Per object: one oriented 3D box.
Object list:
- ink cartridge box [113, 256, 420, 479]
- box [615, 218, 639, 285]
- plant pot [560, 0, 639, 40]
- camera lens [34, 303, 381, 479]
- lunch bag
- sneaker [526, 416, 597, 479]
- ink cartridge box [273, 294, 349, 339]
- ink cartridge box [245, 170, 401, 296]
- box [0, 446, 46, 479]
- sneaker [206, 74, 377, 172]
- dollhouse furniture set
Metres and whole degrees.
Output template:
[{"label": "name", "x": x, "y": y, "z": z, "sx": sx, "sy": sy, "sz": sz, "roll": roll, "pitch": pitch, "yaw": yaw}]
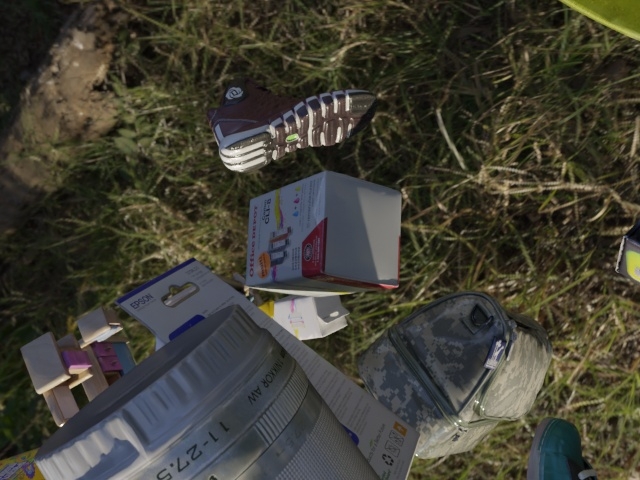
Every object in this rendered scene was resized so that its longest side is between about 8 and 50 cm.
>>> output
[{"label": "ink cartridge box", "x": -0.059, "y": 0.172, "z": 0.756, "sx": 0.371, "sy": 0.176, "sz": 0.069, "roll": 39, "pitch": 113, "yaw": 5}, {"label": "box", "x": 0.263, "y": 0.027, "z": 0.298, "sx": 0.207, "sy": 0.114, "sz": 0.036, "roll": 40, "pitch": 164, "yaw": 34}, {"label": "plant pot", "x": 0.314, "y": -0.328, "z": 0.367, "sx": 0.366, "sy": 0.366, "sz": 0.353, "roll": 28, "pitch": 96, "yaw": 24}, {"label": "camera lens", "x": -0.069, "y": 0.221, "z": 0.545, "sx": 0.219, "sy": 0.219, "sz": 0.274, "roll": -31, "pitch": 97, "yaw": 38}, {"label": "lunch bag", "x": 0.245, "y": 0.209, "z": 1.095, "sx": 0.256, "sy": 0.305, "sz": 0.213, "roll": -46, "pitch": 58, "yaw": 15}, {"label": "sneaker", "x": 0.341, "y": 0.382, "z": 0.828, "sx": 0.121, "sy": 0.108, "sz": 0.302, "roll": -11, "pitch": 70, "yaw": 39}, {"label": "ink cartridge box", "x": -0.019, "y": 0.155, "z": 1.376, "sx": 0.143, "sy": 0.092, "sz": 0.090, "roll": -15, "pitch": 92, "yaw": 39}, {"label": "ink cartridge box", "x": 0.000, "y": 0.000, "z": 0.849, "sx": 0.176, "sy": 0.127, "sz": 0.128, "roll": -15, "pitch": 69, "yaw": 52}, {"label": "box", "x": -0.463, "y": 0.485, "z": 0.909, "sx": 0.177, "sy": 0.290, "sz": 0.279, "roll": -18, "pitch": 91, "yaw": -4}, {"label": "sneaker", "x": -0.057, "y": -0.227, "z": 1.067, "sx": 0.163, "sy": 0.281, "sz": 0.106, "roll": 57, "pitch": 156, "yaw": 30}, {"label": "dollhouse furniture set", "x": -0.211, "y": 0.179, "z": 0.985, "sx": 0.303, "sy": 0.286, "sz": 0.198, "roll": -29, "pitch": 78, "yaw": 1}]
